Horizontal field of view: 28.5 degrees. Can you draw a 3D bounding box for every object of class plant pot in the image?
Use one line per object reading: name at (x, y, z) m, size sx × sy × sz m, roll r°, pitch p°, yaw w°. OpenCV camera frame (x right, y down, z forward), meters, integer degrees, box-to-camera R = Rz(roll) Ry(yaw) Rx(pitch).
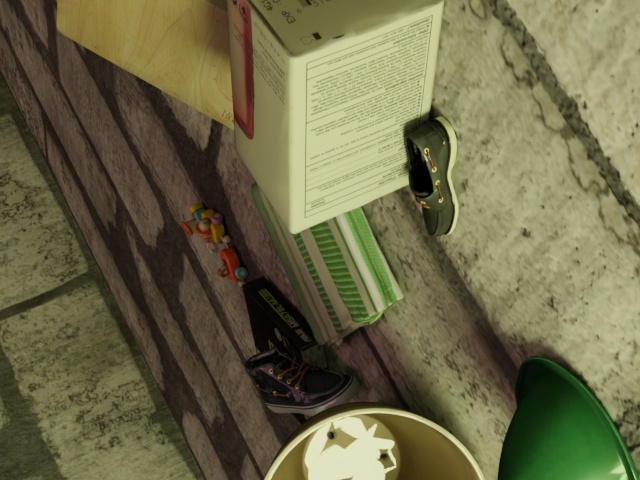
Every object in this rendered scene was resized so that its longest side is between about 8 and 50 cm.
plant pot at (0.048, 0.293, 1.469) m, size 0.274 × 0.256 × 0.256 m, roll -133°, pitch 20°, yaw -84°

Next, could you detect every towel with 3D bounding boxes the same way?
towel at (0.000, 0.000, 1.517) m, size 0.248 × 0.038 × 0.325 m, roll 65°, pitch 164°, yaw 7°

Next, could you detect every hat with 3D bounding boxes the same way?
hat at (0.162, 0.232, 1.105) m, size 0.208 × 0.183 × 0.173 m, roll 62°, pitch 161°, yaw 12°

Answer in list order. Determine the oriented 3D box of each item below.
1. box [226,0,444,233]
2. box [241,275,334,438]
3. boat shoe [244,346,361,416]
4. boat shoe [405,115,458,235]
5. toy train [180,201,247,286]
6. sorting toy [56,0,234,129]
box at (0.009, -0.143, 1.124) m, size 0.127 × 0.148 × 0.232 m, roll 55°, pitch 159°, yaw 31°
box at (-0.043, 0.174, 1.839) m, size 0.184 × 0.045 × 0.191 m, roll 41°, pitch 149°, yaw 46°
boat shoe at (-0.030, 0.186, 1.691) m, size 0.183 × 0.065 × 0.083 m, roll -14°, pitch 118°, yaw 49°
boat shoe at (0.100, -0.053, 1.157) m, size 0.049 × 0.042 × 0.133 m, roll 47°, pitch 156°, yaw 40°
toy train at (-0.174, 0.008, 1.997) m, size 0.166 × 0.046 × 0.125 m, roll 33°, pitch 142°, yaw 59°
sorting toy at (-0.147, -0.250, 1.355) m, size 0.255 × 0.089 × 0.257 m, roll 29°, pitch 161°, yaw -4°
